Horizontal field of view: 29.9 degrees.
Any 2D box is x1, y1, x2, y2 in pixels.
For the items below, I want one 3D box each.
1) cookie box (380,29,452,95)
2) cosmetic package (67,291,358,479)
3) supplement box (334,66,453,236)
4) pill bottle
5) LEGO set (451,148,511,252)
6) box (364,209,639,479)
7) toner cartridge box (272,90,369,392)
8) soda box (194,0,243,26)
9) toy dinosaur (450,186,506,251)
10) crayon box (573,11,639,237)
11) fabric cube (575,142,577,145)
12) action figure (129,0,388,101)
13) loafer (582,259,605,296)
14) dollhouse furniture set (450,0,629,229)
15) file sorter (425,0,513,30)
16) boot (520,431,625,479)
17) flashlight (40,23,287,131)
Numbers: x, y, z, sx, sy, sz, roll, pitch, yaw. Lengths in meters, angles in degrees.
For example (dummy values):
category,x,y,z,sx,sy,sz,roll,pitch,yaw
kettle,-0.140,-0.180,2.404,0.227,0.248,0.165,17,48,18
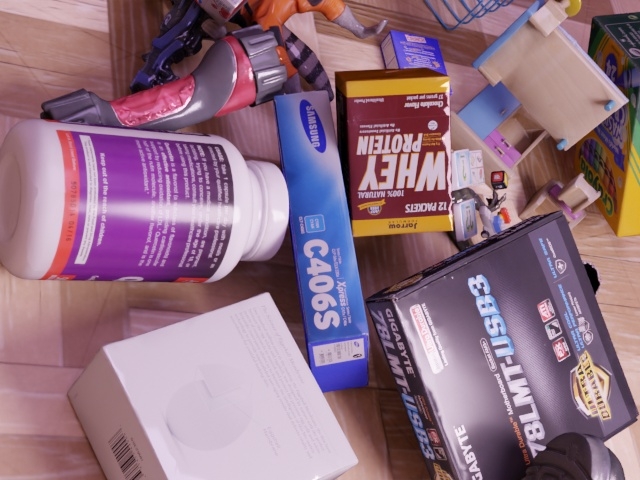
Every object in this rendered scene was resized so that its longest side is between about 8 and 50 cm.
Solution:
category,x,y,z,sx,sy,sz,roll,pitch,yaw
cookie box,0.148,-0.267,1.862,0.092,0.040,0.107,5,59,-29
cosmetic package,-0.120,0.206,1.326,0.225,0.138,0.224,-17,71,-37
supplement box,0.092,-0.120,1.557,0.129,0.191,0.194,-3,102,-3
pill bottle,-0.207,-0.041,1.403,0.323,0.181,0.181,3,60,-30
LEGO set,0.234,-0.036,1.631,0.244,0.060,0.182,-15,99,-68
box,0.229,0.149,1.475,0.293,0.073,0.295,-24,96,-32
toner cartridge box,0.000,0.000,1.508,0.075,0.165,0.347,-7,62,-3
soda box,-0.065,-0.406,1.571,0.083,0.092,0.263,43,74,-7
toy dinosaur,0.199,-0.065,1.756,0.118,0.064,0.268,-30,84,-37
crayon box,0.460,-0.151,1.800,0.083,0.322,0.203,-7,35,-7
fabric cube,0.578,-0.248,1.971,0.259,0.258,0.254,49,48,4
action figure,-0.122,-0.294,1.677,0.330,0.178,0.341,37,78,1
loafer,0.286,0.143,1.622,0.134,0.130,0.366,35,49,-8
dollhouse furniture set,0.375,-0.207,1.789,0.286,0.303,0.198,46,49,2
file sorter,0.262,-0.434,1.991,0.170,0.118,0.104,-30,83,-41
boot,0.431,0.436,1.434,0.445,0.146,0.366,14,96,-20
flashlight,-0.195,-0.183,1.500,0.304,0.103,0.103,-20,70,-21
